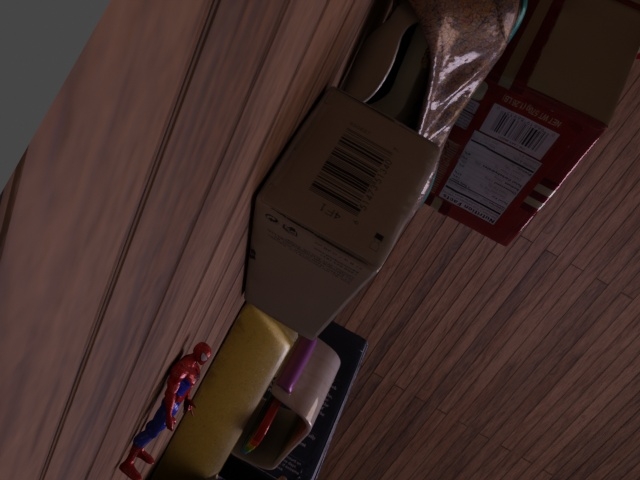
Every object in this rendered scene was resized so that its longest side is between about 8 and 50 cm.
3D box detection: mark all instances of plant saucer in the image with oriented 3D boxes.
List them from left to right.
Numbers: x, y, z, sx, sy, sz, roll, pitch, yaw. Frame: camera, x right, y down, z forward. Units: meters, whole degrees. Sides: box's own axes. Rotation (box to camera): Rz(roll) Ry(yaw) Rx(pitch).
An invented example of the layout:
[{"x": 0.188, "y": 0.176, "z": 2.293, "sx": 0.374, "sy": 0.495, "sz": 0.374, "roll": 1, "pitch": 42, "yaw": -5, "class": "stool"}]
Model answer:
[{"x": -0.107, "y": 0.190, "z": 0.834, "sx": 0.333, "sy": 0.081, "sz": 0.333, "roll": -61, "pitch": 179, "yaw": 15, "class": "plant saucer"}]

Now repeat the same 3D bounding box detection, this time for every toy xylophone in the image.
[{"x": -0.067, "y": 0.285, "z": 0.838, "sx": 0.323, "sy": 0.081, "sz": 0.236, "roll": -62, "pitch": 178, "yaw": 41, "class": "toy xylophone"}]

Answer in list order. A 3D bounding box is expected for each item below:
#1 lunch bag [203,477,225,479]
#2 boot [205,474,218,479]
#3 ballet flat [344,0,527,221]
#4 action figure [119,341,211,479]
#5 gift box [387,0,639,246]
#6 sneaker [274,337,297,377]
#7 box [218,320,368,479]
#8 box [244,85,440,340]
[{"x": -0.192, "y": 0.375, "z": 0.691, "sx": 0.129, "sy": 0.151, "sz": 0.096, "roll": 114, "pitch": -36, "yaw": -56, "class": "lunch bag"}, {"x": -0.256, "y": 0.473, "z": 1.004, "sx": 0.203, "sy": 0.095, "sz": 0.262, "roll": -118, "pitch": -130, "yaw": -87, "class": "boot"}, {"x": 0.061, "y": -0.109, "z": 0.480, "sx": 0.106, "sy": 0.107, "sz": 0.316, "roll": -16, "pitch": 151, "yaw": -20, "class": "ballet flat"}, {"x": -0.112, "y": 0.125, "z": 0.403, "sx": 0.115, "sy": 0.030, "sz": 0.038, "roll": -63, "pitch": 173, "yaw": 11, "class": "action figure"}, {"x": 0.213, "y": -0.190, "z": 0.593, "sx": 0.258, "sy": 0.255, "sz": 0.276, "roll": -56, "pitch": 174, "yaw": -29, "class": "gift box"}, {"x": -0.095, "y": 0.204, "z": 1.115, "sx": 0.123, "sy": 0.106, "sz": 0.290, "roll": -65, "pitch": -166, "yaw": -2, "class": "sneaker"}, {"x": -0.141, "y": 0.501, "z": 1.491, "sx": 0.472, "sy": 0.297, "sz": 0.480, "roll": -57, "pitch": 176, "yaw": -46, "class": "box"}, {"x": 0.000, "y": 0.000, "z": 0.473, "sx": 0.113, "sy": 0.094, "sz": 0.275, "roll": -59, "pitch": 179, "yaw": -23, "class": "box"}]
